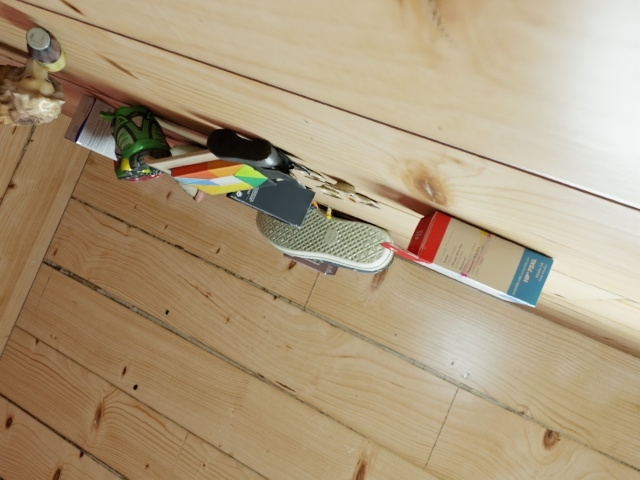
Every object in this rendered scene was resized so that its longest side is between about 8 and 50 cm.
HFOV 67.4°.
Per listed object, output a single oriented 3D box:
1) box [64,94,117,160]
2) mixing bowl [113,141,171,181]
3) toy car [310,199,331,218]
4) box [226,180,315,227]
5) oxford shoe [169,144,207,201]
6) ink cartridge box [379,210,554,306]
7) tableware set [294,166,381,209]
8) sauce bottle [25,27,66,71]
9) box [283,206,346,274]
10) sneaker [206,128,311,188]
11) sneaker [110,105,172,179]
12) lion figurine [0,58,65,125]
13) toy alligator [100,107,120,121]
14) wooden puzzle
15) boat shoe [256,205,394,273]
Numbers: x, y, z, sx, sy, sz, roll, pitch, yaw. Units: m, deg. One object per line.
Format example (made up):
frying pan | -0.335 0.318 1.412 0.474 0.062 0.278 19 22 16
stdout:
box | -0.575 -0.294 1.266 0.072 0.126 0.137 25 180 33
mixing bowl | -0.520 -0.264 1.386 0.181 0.181 0.098 23 141 23
toy car | -0.017 -0.097 1.371 0.060 0.040 0.122 -1 165 28
box | -0.137 -0.118 1.241 0.184 0.103 0.261 27 178 -14
oxford shoe | -0.367 -0.209 1.376 0.146 0.140 0.397 30 169 -15
ink cartridge box | 0.217 0.019 0.752 0.231 0.078 0.134 23 179 2
tableware set | 0.028 -0.094 0.886 0.141 0.020 0.168 23 179 33
sauce bottle | -0.368 -0.256 0.640 0.042 0.042 0.128 24 179 -22
box | 0.000 0.000 1.668 0.168 0.203 0.167 24 180 14
sneaker | -0.104 -0.134 0.792 0.170 0.051 0.089 19 173 31
sneaker | -0.404 -0.221 1.090 0.134 0.146 0.343 -14 -173 -24
lion figurine | -0.718 -0.287 0.918 0.392 0.142 0.240 -19 -125 -27
toy alligator | -0.452 -0.285 1.199 0.051 0.056 0.189 -25 151 29
wooden puzzle | -0.189 -0.132 0.957 0.238 0.044 0.221 -2 172 16
boat shoe | 0.008 -0.013 1.504 0.500 0.187 0.156 17 171 29
